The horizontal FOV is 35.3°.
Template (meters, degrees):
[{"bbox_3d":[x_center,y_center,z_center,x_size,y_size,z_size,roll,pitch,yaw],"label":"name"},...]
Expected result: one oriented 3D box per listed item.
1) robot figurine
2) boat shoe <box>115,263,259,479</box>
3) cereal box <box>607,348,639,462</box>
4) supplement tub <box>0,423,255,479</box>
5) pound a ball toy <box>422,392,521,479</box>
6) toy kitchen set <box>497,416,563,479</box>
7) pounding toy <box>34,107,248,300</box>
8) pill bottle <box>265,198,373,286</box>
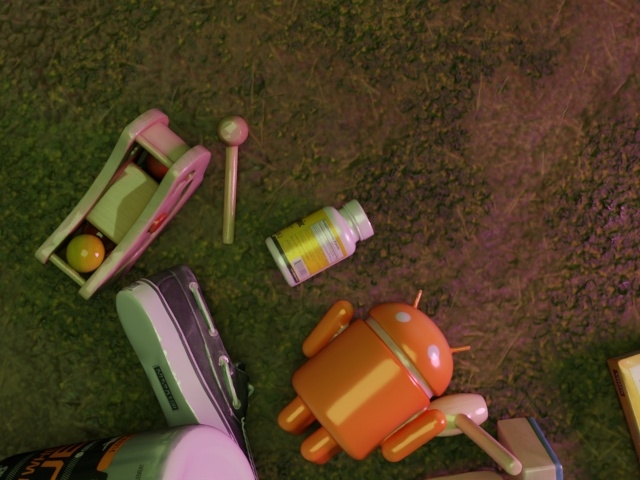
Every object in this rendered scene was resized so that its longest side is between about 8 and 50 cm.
[{"bbox_3d":[0.055,0.155,1.124,0.219,0.158,0.128,-39,122,-3],"label":"robot figurine"},{"bbox_3d":[-0.123,0.172,1.134,0.102,0.108,0.301,-27,93,-33],"label":"boat shoe"},{"bbox_3d":[0.477,0.185,1.173,0.240,0.047,0.173,-17,87,-3],"label":"cereal box"},{"bbox_3d":[-0.234,0.304,1.031,0.316,0.193,0.194,-15,86,24],"label":"supplement tub"},{"bbox_3d":[0.147,0.311,1.045,0.135,0.319,0.208,-9,102,-3],"label":"pound a ball toy"},{"bbox_3d":[0.300,0.313,1.145,0.166,0.122,0.207,-7,107,-2],"label":"toy kitchen set"},{"bbox_3d":[-0.171,-0.038,1.116,0.155,0.154,0.269,40,87,1],"label":"pounding toy"},{"bbox_3d":[0.000,0.000,1.163,0.116,0.065,0.065,-28,87,-4],"label":"pill bottle"}]
